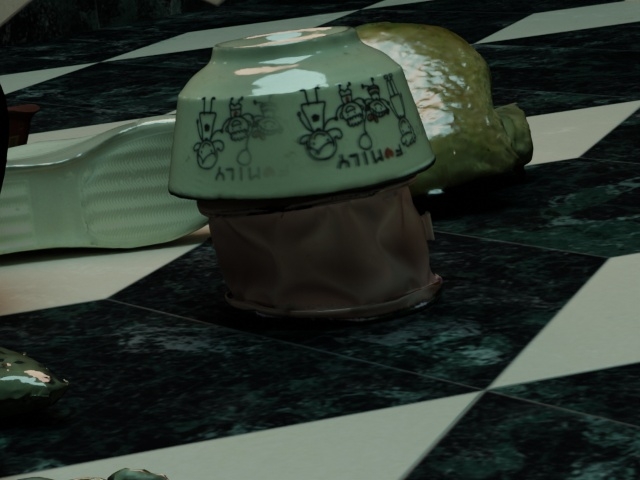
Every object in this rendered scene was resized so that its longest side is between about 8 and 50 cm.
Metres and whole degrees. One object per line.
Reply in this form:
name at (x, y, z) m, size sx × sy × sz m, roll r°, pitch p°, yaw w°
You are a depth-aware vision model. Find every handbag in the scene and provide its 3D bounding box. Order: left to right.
handbag at (0.000, 0.002, 1.601) m, size 0.205 × 0.116 × 0.179 m, roll -5°, pitch 13°, yaw 6°

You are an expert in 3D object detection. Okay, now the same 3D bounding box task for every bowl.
bowl at (-0.025, -0.115, 1.587) m, size 0.237 × 0.126 × 0.238 m, roll -8°, pitch 11°, yaw 2°

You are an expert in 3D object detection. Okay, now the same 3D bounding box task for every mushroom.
mushroom at (0.092, -0.133, 1.981) m, size 0.292 × 0.212 × 0.217 m, roll 0°, pitch 5°, yaw -3°

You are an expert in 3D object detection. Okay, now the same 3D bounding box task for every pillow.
pillow at (-0.306, 0.111, 1.416) m, size 0.241 × 0.051 × 0.093 m, roll -5°, pitch 21°, yaw 10°

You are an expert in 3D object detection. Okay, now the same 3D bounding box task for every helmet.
helmet at (-0.436, -0.119, 2.323) m, size 0.155 × 0.106 × 0.175 m, roll 3°, pitch 12°, yaw 36°

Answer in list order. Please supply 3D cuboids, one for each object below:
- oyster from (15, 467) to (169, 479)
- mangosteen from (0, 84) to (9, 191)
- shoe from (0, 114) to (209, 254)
oyster at (-0.134, 0.189, 0.954) m, size 0.223 × 0.083 × 0.214 m, roll -23°, pitch 17°, yaw -36°
mangosteen at (-0.483, -0.058, 1.669) m, size 0.382 × 0.382 × 0.435 m, roll -1°, pitch 53°, yaw 20°
shoe at (-0.245, -0.058, 1.962) m, size 0.363 × 0.132 × 0.160 m, roll -10°, pitch 8°, yaw -1°
